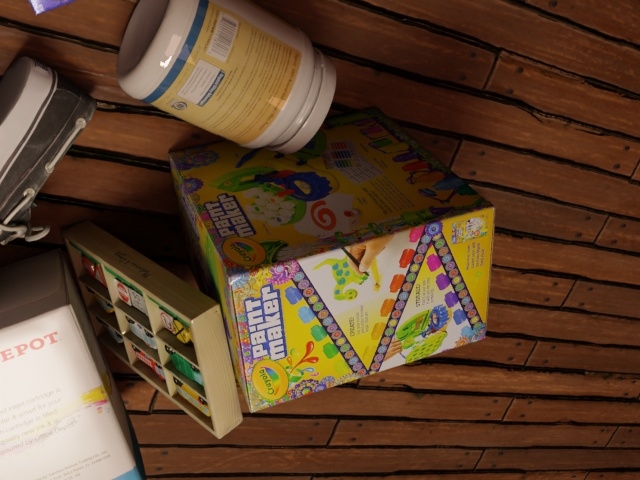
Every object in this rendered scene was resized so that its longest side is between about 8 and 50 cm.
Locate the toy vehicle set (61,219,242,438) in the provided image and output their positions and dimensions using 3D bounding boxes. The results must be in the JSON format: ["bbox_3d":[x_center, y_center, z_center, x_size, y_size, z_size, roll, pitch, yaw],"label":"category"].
[{"bbox_3d":[-0.195,0.094,0.854,0.035,0.266,0.166,-31,129,-34],"label":"toy vehicle set"}]

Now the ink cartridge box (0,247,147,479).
[{"bbox_3d":[-0.338,0.184,0.851,0.198,0.197,0.270,-20,113,-14],"label":"ink cartridge box"}]

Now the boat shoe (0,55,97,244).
[{"bbox_3d":[-0.347,-0.041,0.800,0.105,0.113,0.306,31,88,-41],"label":"boat shoe"}]

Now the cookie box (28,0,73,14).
[{"bbox_3d":[-0.250,-0.285,0.737,0.107,0.040,0.092,-25,125,-9],"label":"cookie box"}]

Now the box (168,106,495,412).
[{"bbox_3d":[0.000,0.000,0.864,0.279,0.290,0.177,-14,124,-15],"label":"box"}]

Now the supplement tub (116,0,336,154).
[{"bbox_3d":[-0.097,-0.185,0.800,0.199,0.144,0.144,22,108,-32],"label":"supplement tub"}]
